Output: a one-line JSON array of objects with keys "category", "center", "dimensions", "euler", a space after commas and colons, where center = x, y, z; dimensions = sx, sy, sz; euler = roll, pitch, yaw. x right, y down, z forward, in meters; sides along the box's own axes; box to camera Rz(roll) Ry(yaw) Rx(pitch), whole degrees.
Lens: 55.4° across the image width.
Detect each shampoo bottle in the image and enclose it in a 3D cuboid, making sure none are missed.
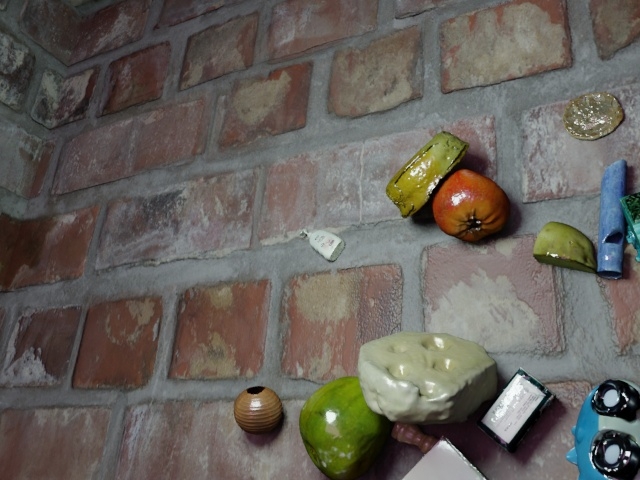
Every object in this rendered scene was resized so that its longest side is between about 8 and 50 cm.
[{"category": "shampoo bottle", "center": [0.000, 0.000, 1.872], "dimensions": [0.152, 0.045, 0.077], "euler": [32, 85, 38]}]

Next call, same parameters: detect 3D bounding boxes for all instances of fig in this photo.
[{"category": "fig", "center": [0.086, 0.452, 1.527], "dimensions": [0.233, 0.314, 0.232], "euler": [13, 110, 39]}]

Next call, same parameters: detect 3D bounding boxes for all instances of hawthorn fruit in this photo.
[{"category": "hawthorn fruit", "center": [0.391, -0.112, 1.622], "dimensions": [0.197, 0.196, 0.225], "euler": [-22, 43, 19]}]

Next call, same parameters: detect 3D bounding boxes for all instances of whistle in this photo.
[{"category": "whistle", "center": [0.709, -0.056, 1.484], "dimensions": [0.062, 0.062, 0.304], "euler": [1, 67, 30]}]

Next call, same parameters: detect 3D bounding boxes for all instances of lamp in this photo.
[{"category": "lamp", "center": [-0.172, 0.468, 1.679], "dimensions": [0.137, 0.136, 0.136], "euler": [-13, 61, 24]}]

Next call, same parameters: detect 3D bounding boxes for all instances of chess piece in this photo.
[{"category": "chess piece", "center": [0.237, 0.482, 1.483], "dimensions": [0.122, 0.066, 0.066], "euler": [28, 82, 32]}]

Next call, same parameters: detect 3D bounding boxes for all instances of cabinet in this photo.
[{"category": "cabinet", "center": [0.310, 0.568, 1.341], "dimensions": [0.145, 0.150, 0.206], "euler": [-45, 52, -3]}]

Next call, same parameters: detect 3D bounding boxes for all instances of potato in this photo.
[{"category": "potato", "center": [0.612, 0.004, 1.497], "dimensions": [0.149, 0.081, 0.120], "euler": [13, 75, 34]}]

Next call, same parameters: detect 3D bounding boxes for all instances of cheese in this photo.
[{"category": "cheese", "center": [0.247, 0.314, 1.421], "dimensions": [0.327, 0.318, 0.115], "euler": [0, 106, 8]}]

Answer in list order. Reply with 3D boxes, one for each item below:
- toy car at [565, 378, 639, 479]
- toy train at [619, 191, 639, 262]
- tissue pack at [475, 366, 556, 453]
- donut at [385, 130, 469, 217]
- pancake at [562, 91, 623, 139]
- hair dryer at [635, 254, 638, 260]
[{"category": "toy car", "center": [0.602, 0.415, 1.235], "dimensions": [0.190, 0.189, 0.255], "euler": [-39, 27, 52]}, {"category": "toy train", "center": [0.748, -0.028, 1.376], "dimensions": [0.107, 0.154, 0.197], "euler": [-20, 29, 22]}, {"category": "tissue pack", "center": [0.447, 0.387, 1.393], "dimensions": [0.103, 0.090, 0.170], "euler": [38, 90, 36]}, {"category": "donut", "center": [0.283, -0.194, 1.678], "dimensions": [0.107, 0.272, 0.272], "euler": [41, 90, -3]}, {"category": "pancake", "center": [0.729, -0.333, 1.635], "dimensions": [0.152, 0.025, 0.151], "euler": [-13, 59, 24]}, {"category": "hair dryer", "center": [0.791, 0.033, 1.421], "dimensions": [0.083, 0.031, 0.079], "euler": [-47, 42, -16]}]
